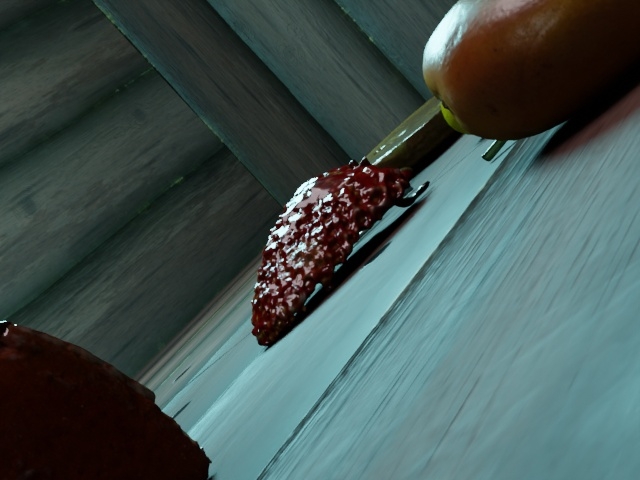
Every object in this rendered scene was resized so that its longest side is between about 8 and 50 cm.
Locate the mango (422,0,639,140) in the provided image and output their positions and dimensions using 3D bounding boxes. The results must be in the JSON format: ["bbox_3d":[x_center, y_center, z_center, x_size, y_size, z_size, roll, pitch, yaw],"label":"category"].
[{"bbox_3d":[0.163,-0.138,0.758,0.141,0.102,0.217,-9,-22,-49],"label":"mango"}]

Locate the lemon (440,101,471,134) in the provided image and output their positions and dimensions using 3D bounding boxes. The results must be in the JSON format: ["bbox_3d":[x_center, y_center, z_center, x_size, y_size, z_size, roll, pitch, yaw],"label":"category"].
[{"bbox_3d":[0.151,-0.135,1.167,0.062,0.062,0.083,-44,3,-17],"label":"lemon"}]

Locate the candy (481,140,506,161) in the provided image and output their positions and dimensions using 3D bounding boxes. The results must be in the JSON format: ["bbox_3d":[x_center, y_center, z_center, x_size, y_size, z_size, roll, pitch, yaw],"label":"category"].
[{"bbox_3d":[0.195,-0.141,0.928,0.202,0.061,0.061,-51,1,11],"label":"candy"}]

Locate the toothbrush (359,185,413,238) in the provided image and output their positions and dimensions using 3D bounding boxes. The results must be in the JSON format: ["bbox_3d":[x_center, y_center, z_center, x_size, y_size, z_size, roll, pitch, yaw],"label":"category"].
[{"bbox_3d":[0.050,-0.016,1.277,0.131,0.013,0.011,-44,-7,-4],"label":"toothbrush"}]

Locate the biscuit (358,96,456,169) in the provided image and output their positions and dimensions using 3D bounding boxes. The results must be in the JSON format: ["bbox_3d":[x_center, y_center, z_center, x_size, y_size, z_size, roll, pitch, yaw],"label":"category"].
[{"bbox_3d":[0.134,-0.139,1.546,0.257,0.049,0.273,-36,8,42],"label":"biscuit"}]

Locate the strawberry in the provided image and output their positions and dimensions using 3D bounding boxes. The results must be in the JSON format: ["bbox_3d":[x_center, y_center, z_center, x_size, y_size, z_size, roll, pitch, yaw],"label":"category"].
[{"bbox_3d":[-0.003,-0.005,1.119,0.167,0.087,0.208,-38,7,42],"label":"strawberry"}]

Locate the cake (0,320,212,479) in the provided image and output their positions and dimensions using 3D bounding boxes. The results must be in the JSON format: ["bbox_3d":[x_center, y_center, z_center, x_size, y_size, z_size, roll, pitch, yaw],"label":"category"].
[{"bbox_3d":[-0.166,0.205,0.674,0.158,0.159,0.262,-40,39,41],"label":"cake"}]
